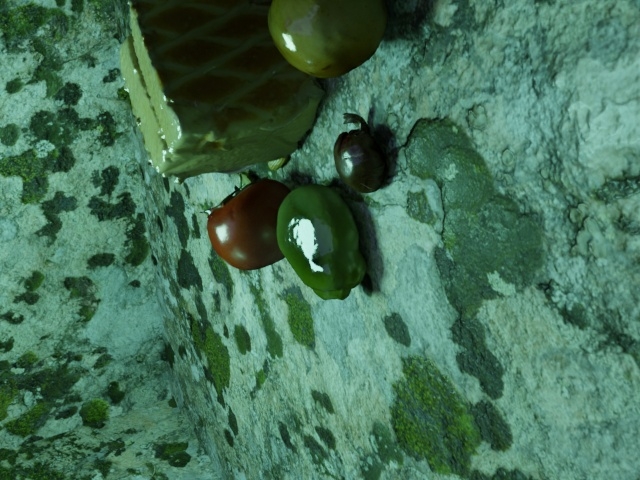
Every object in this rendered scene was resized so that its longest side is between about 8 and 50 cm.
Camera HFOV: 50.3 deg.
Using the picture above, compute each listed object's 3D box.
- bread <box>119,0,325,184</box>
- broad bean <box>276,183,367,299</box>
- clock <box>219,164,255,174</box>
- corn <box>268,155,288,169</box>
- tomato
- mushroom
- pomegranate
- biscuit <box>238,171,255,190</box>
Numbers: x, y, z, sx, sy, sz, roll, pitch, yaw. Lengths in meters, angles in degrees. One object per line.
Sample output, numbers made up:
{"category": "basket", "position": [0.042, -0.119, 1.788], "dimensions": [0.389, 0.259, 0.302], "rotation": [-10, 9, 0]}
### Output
{"category": "bread", "position": [-0.240, -0.368, 1.595], "dimensions": [0.279, 0.390, 0.371], "rotation": [122, 131, -62]}
{"category": "broad bean", "position": [0.001, 0.000, 1.568], "dimensions": [0.291, 0.119, 0.238], "rotation": [55, 136, 29]}
{"category": "clock", "position": [-0.231, -0.260, 1.832], "dimensions": [0.068, 0.197, 0.197], "rotation": [66, 153, 22]}
{"category": "corn", "position": [-0.112, -0.211, 1.802], "dimensions": [0.092, 0.037, 0.037], "rotation": [-28, 77, 60]}
{"category": "tomato", "position": [-0.169, -0.042, 1.767], "dimensions": [0.224, 0.256, 0.256], "rotation": [63, 156, -9]}
{"category": "mushroom", "position": [0.074, -0.177, 1.394], "dimensions": [0.135, 0.080, 0.170], "rotation": [-5, 101, 54]}
{"category": "pomegranate", "position": [0.014, -0.404, 1.242], "dimensions": [0.233, 0.233, 0.233], "rotation": [39, 135, 52]}
{"category": "biscuit", "position": [-0.191, -0.058, 2.035], "dimensions": [0.187, 0.036, 0.273], "rotation": [42, 137, 50]}
